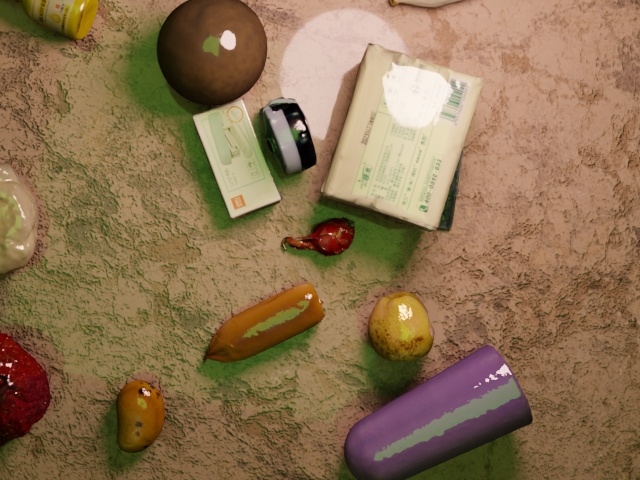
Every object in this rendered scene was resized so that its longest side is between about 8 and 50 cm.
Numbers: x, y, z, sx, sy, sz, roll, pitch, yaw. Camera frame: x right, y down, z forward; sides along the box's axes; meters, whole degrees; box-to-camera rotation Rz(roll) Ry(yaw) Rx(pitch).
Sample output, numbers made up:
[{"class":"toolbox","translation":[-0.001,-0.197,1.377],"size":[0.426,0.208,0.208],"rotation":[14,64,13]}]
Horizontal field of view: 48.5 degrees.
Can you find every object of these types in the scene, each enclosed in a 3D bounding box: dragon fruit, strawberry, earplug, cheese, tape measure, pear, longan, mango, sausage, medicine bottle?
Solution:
[{"class":"dragon fruit","translation":[0.000,0.000,1.755],"size":[0.191,0.094,0.094],"rotation":[-16,94,15]},{"class":"strawberry","translation":[-0.747,0.344,1.587],"size":[0.274,0.220,0.274],"rotation":[0,91,-12]},{"class":"earplug","translation":[0.269,0.447,1.741],"size":[0.456,0.215,0.215],"rotation":[-26,95,-3]},{"class":"cheese","translation":[-0.814,-0.040,1.621],"size":[0.326,0.115,0.318],"rotation":[-36,96,-4]},{"class":"tape measure","translation":[-0.078,-0.247,1.679],"size":[0.107,0.181,0.182],"rotation":[-20,95,-3]},{"class":"pear","translation":[0.199,0.210,1.737],"size":[0.178,0.178,0.178],"rotation":[0,92,-8]},{"class":"longan","translation":[-0.243,-0.434,1.629],"size":[0.258,0.258,0.258],"rotation":[0,92,-8]},{"class":"mango","translation":[-0.430,0.421,1.697],"size":[0.115,0.090,0.178],"rotation":[1,95,2]},{"class":"sausage","translation":[-0.145,0.211,1.725],"size":[0.328,0.112,0.112],"rotation":[-26,95,-4]},{"class":"medicine bottle","translation":[-0.631,-0.555,1.625],"size":[0.213,0.122,0.121],"rotation":[23,88,-7]}]

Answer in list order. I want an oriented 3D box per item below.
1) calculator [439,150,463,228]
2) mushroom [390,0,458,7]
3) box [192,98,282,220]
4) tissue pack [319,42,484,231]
[{"class":"calculator","translation":[0.277,-0.161,1.810],"size":[0.161,0.021,0.261],"rotation":[9,91,-8]},{"class":"mushroom","translation":[0.340,-0.652,1.769],"size":[0.351,0.097,0.109],"rotation":[-19,93,-4]},{"class":"box","translation":[-0.199,-0.194,1.715],"size":[0.135,0.079,0.269],"rotation":[-21,94,-6]},{"class":"tissue pack","translation":[0.186,-0.237,1.687],"size":[0.297,0.207,0.380],"rotation":[19,92,0]}]
